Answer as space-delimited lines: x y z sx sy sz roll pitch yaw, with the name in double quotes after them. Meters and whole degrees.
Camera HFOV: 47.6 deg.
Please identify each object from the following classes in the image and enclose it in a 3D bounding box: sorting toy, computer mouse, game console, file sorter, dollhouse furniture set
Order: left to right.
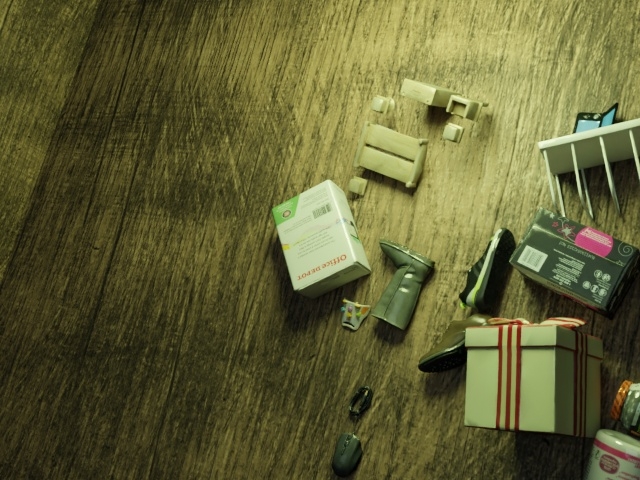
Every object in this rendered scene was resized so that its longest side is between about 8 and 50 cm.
0.087 0.206 2.005 0.083 0.045 0.075 17 100 31 "sorting toy"
0.083 0.497 1.895 0.071 0.041 0.241 8 76 30 "computer mouse"
0.284 -0.259 2.056 0.303 0.174 0.355 26 110 32 "dollhouse furniture set"
0.689 -0.285 1.834 0.107 0.071 0.122 10 70 30 "game console"
0.687 -0.157 1.726 0.278 0.193 0.173 -11 70 24 "file sorter"

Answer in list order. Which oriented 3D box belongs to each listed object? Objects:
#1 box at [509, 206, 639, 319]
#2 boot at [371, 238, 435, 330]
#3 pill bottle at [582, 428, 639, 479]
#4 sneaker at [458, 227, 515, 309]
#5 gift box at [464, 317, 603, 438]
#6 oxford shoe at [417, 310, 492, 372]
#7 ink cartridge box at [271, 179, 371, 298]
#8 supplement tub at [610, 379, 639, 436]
0.606 0.056 1.721 0.247 0.142 0.163 29 88 34 "box"
0.195 0.116 1.964 0.190 0.076 0.208 29 94 34 "boot"
0.620 0.555 1.511 0.161 0.160 0.282 16 90 31 "pill bottle"
0.414 0.068 1.849 0.097 0.084 0.234 7 65 50 "sneaker"
0.482 0.305 1.640 0.255 0.276 0.258 -7 73 40 "gift box"
0.340 0.257 1.835 0.227 0.083 0.096 -33 44 11 "oxford shoe"
0.000 0.000 2.071 0.202 0.117 0.278 -27 62 17 "ink cartridge box"
0.732 0.378 1.553 0.191 0.117 0.116 22 83 31 "supplement tub"
